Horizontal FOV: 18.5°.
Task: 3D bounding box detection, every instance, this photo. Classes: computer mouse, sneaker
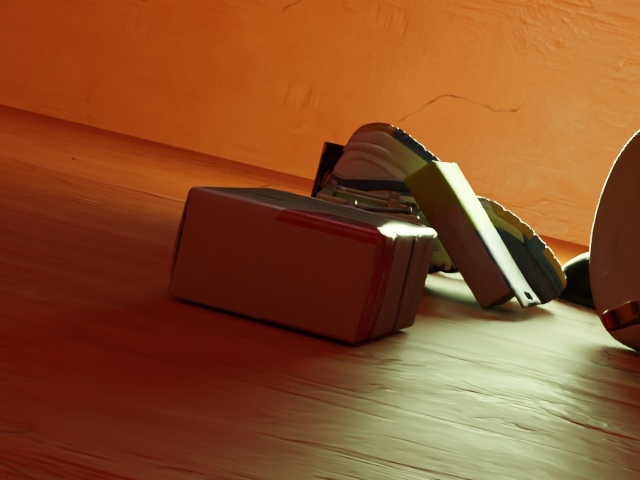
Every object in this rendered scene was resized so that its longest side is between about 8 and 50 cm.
[{"bbox_3d":[0.405,0.058,2.413,0.272,0.072,0.188,11,6,-25],"label":"computer mouse"},{"bbox_3d":[0.132,0.000,2.187,0.296,0.131,0.112,35,-15,-7],"label":"sneaker"}]

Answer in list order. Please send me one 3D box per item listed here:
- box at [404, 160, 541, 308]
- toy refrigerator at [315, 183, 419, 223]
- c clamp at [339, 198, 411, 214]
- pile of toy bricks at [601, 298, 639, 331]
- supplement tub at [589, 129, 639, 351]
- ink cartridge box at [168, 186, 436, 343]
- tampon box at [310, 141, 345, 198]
[{"bbox_3d":[0.160,0.002,2.045,0.178,0.042,0.109,59,15,8],"label":"box"},{"bbox_3d":[0.042,-0.006,1.977,0.102,0.094,0.269,13,4,2],"label":"toy refrigerator"},{"bbox_3d":[0.000,0.000,1.774,0.137,0.022,0.161,3,28,14],"label":"c clamp"},{"bbox_3d":[0.344,0.090,1.763,0.212,0.118,0.105,-9,-12,-35],"label":"pile of toy bricks"},{"bbox_3d":[0.463,0.019,1.961,0.331,0.241,0.241,12,4,-17],"label":"supplement tub"},{"bbox_3d":[-0.010,0.015,1.558,0.158,0.092,0.218,14,6,14],"label":"ink cartridge box"},{"bbox_3d":[0.058,-0.042,2.308,0.101,0.120,0.161,12,4,-17],"label":"tampon box"}]
